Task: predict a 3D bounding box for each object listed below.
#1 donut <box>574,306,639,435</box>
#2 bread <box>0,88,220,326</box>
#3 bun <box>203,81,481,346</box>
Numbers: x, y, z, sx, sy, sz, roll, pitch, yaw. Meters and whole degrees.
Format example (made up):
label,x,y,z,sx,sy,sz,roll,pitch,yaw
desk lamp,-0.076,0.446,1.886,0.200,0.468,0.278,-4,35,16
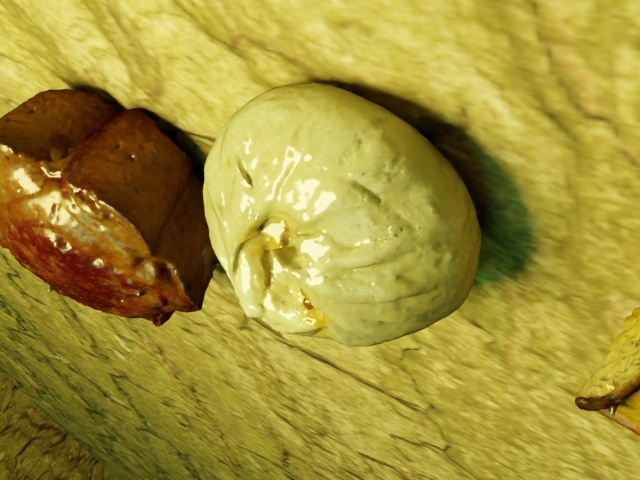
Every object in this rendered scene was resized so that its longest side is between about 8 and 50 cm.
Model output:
label,x,y,z,sx,sy,sz,roll,pitch,yaw
donut,0.263,0.074,0.435,0.152,0.101,0.259,35,153,-3
bread,-0.191,-0.015,0.760,0.232,0.135,0.246,30,153,8
bun,0.000,0.000,0.580,0.222,0.127,0.222,29,155,15
